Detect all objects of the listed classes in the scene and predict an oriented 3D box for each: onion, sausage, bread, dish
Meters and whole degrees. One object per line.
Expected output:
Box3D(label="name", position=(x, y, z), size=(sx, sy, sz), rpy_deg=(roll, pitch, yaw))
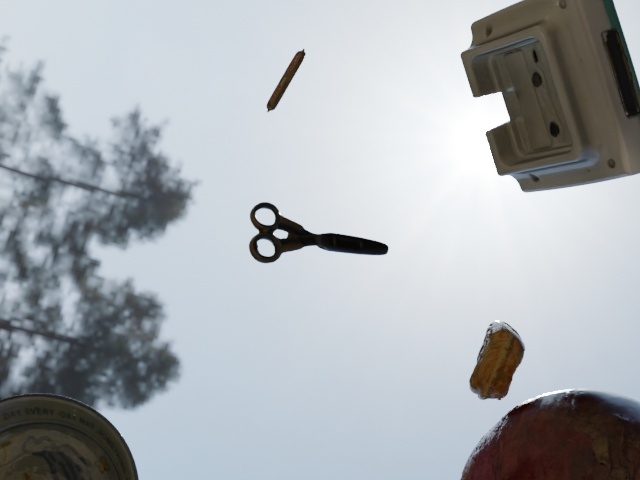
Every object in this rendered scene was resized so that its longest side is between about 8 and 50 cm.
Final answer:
Box3D(label="onion", position=(0.261, 0.282, 1.250), size=(0.276, 0.276, 0.276), rpy_deg=(-45, -145, 45))
Box3D(label="sausage", position=(-0.047, -0.216, 1.720), size=(0.100, 0.015, 0.015), rpy_deg=(-60, -157, -6))
Box3D(label="bread", position=(0.188, 0.130, 1.361), size=(0.111, 0.044, 0.083), rpy_deg=(-21, 131, -83))
Box3D(label="dish", position=(-0.349, 0.340, 1.577), size=(0.134, 0.273, 0.273), rpy_deg=(85, 9, -62))

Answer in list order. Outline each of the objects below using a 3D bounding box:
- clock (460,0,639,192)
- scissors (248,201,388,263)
Box3D(label="clock", position=(0.308, -0.195, 1.687), size=(0.231, 0.116, 0.262), rpy_deg=(-6, -76, 65))
Box3D(label="scissors", position=(0.000, 0.000, 1.815), size=(0.017, 0.220, 0.088), rpy_deg=(-31, -125, 59))
